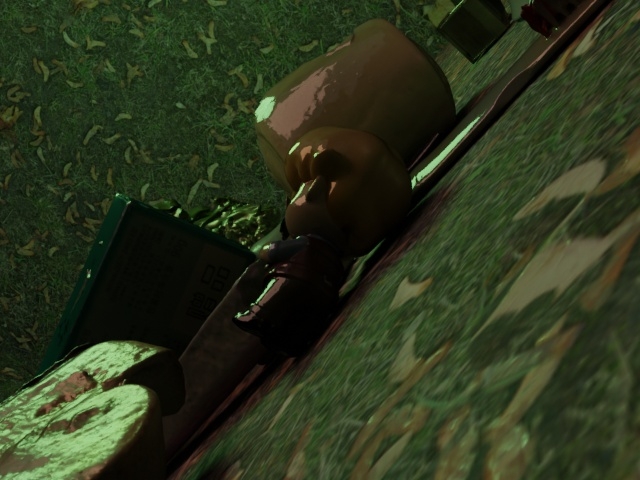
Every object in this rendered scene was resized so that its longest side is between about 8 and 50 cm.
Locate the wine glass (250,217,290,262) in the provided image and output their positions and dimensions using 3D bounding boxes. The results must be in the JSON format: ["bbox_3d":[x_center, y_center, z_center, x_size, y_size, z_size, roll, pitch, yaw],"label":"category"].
[{"bbox_3d":[-0.064,0.051,1.037,0.195,0.079,0.079,-45,5,40],"label":"wine glass"}]

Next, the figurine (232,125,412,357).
[{"bbox_3d":[0.000,0.000,0.744,0.108,0.114,0.196,1,58,56],"label":"figurine"}]

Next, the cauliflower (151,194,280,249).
[{"bbox_3d":[-0.195,0.026,1.508,0.272,0.250,0.275,-50,8,12],"label":"cauliflower"}]

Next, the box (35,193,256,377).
[{"bbox_3d":[-0.192,0.090,0.980,0.245,0.153,0.092,-65,22,0],"label":"box"}]

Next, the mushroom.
[{"bbox_3d":[-0.164,0.192,0.639,0.173,0.162,0.236,8,35,43],"label":"mushroom"}]

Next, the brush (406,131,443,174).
[{"bbox_3d":[0.059,-0.033,0.928,0.193,0.016,0.063,-49,2,7],"label":"brush"}]

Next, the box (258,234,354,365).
[{"bbox_3d":[-0.033,0.047,0.853,0.122,0.062,0.089,-48,4,26],"label":"box"}]

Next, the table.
[{"bbox_3d":[0.231,-0.322,1.343,0.083,0.079,0.062,-43,9,46],"label":"table"}]

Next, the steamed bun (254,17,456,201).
[{"bbox_3d":[0.038,-0.134,1.004,0.225,0.170,0.200,-43,2,-1],"label":"steamed bun"}]

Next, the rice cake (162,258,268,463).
[{"bbox_3d":[-0.126,0.148,0.848,0.365,0.056,0.072,-50,-9,30],"label":"rice cake"}]

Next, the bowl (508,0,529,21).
[{"bbox_3d":[0.320,-0.469,1.203,0.345,0.157,0.345,-49,3,4],"label":"bowl"}]

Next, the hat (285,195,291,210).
[{"bbox_3d":[0.034,-0.054,1.146,0.146,0.067,0.146,-19,55,30],"label":"hat"}]

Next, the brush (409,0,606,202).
[{"bbox_3d":[0.159,-0.150,0.746,0.321,0.050,0.060,-48,8,25],"label":"brush"}]
